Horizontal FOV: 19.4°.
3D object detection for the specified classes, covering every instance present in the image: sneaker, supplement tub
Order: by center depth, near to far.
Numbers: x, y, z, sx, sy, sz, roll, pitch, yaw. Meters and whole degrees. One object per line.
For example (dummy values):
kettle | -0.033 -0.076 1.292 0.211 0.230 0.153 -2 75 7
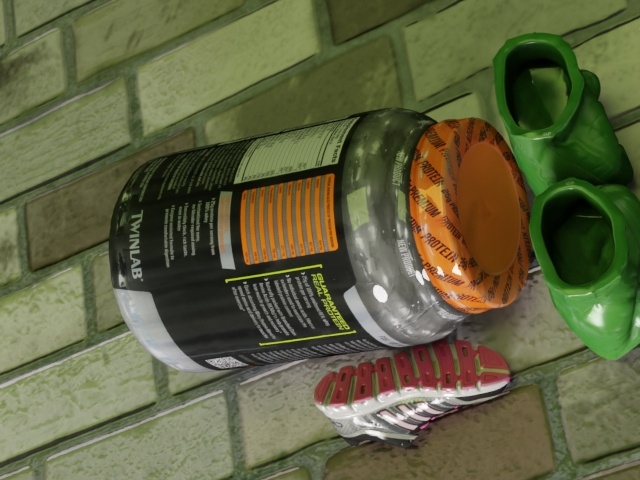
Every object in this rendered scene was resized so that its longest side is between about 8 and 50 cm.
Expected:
sneaker | 0.083 0.138 1.628 0.170 0.075 0.063 -13 42 4
supplement tub | 0.000 0.000 1.646 0.338 0.207 0.207 -9 65 31

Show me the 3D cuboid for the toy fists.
toy fists | 0.218 -0.038 1.564 0.096 0.142 0.279 -17 60 9
